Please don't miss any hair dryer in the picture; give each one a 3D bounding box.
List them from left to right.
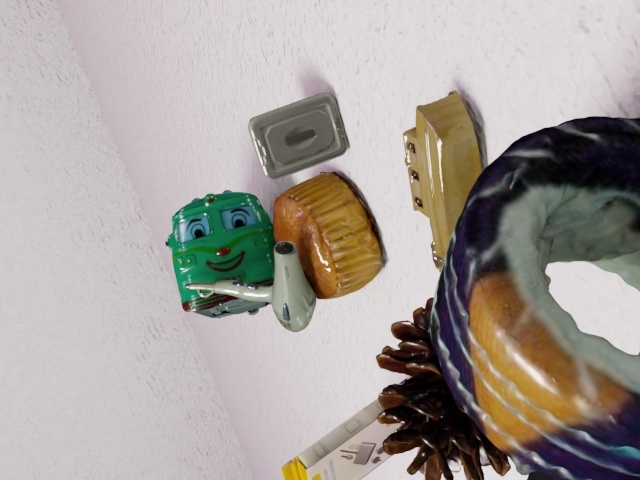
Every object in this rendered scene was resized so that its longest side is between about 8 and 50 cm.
[{"bbox_3d":[-0.097,0.048,0.914,0.199,0.067,0.167,19,136,4],"label":"hair dryer"}]

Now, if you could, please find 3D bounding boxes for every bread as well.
[{"bbox_3d":[0.000,0.001,0.955,0.199,0.104,0.199,50,155,33],"label":"bread"}]

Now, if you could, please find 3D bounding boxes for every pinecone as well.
[{"bbox_3d":[0.146,0.167,0.688,0.207,0.208,0.207,49,154,34],"label":"pinecone"}]

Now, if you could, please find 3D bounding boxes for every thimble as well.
[{"bbox_3d":[0.195,0.040,0.410,0.237,0.237,0.150,52,160,28],"label":"thimble"}]

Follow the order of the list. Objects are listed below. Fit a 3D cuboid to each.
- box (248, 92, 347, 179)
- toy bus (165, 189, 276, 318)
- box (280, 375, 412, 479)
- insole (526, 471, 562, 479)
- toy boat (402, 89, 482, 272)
[{"bbox_3d":[-0.035,-0.143,0.863,0.062,0.122,0.089,-136,27,-66],"label":"box"},{"bbox_3d":[-0.157,0.032,1.161,0.343,0.184,0.199,101,154,-80],"label":"toy bus"},{"bbox_3d":[0.057,0.321,0.989,0.033,0.247,0.129,39,149,42],"label":"box"},{"bbox_3d":[0.276,0.300,0.792,0.053,0.002,0.152,46,152,39],"label":"insole"},{"bbox_3d":[0.128,-0.054,0.666,0.077,0.057,0.200,41,150,55],"label":"toy boat"}]
